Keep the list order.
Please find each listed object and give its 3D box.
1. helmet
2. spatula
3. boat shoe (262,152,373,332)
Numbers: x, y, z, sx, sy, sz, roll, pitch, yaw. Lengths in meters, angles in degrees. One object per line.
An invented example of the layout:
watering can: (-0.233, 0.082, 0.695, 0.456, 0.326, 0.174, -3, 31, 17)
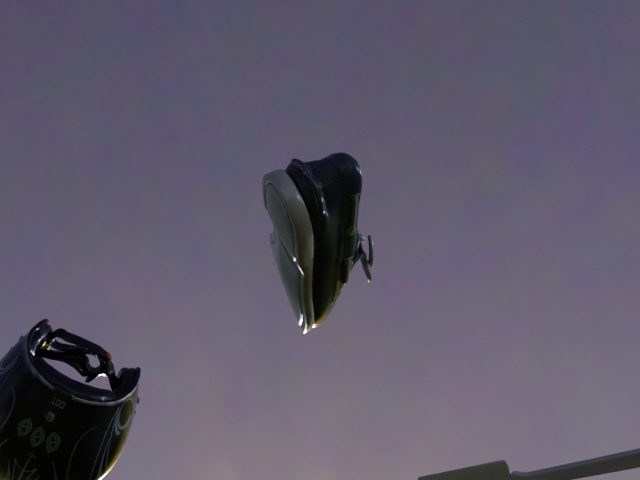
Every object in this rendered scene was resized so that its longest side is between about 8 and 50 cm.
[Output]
helmet: (-0.268, 0.179, 1.846, 0.169, 0.169, 0.161, 4, -54, -40)
spatula: (0.221, 0.255, 1.598, 0.242, 0.168, 0.019, -14, 14, 21)
boat shoe: (0.000, 0.000, 1.572, 0.079, 0.095, 0.254, -23, -28, -10)
